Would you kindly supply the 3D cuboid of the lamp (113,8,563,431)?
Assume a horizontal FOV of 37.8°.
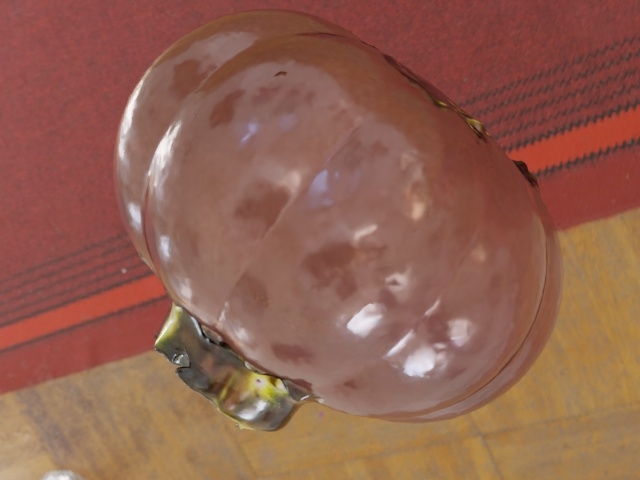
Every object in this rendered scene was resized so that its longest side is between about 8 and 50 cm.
[{"bbox_3d":[0.000,0.000,0.599,0.305,0.305,0.239,38,94,2],"label":"lamp"}]
